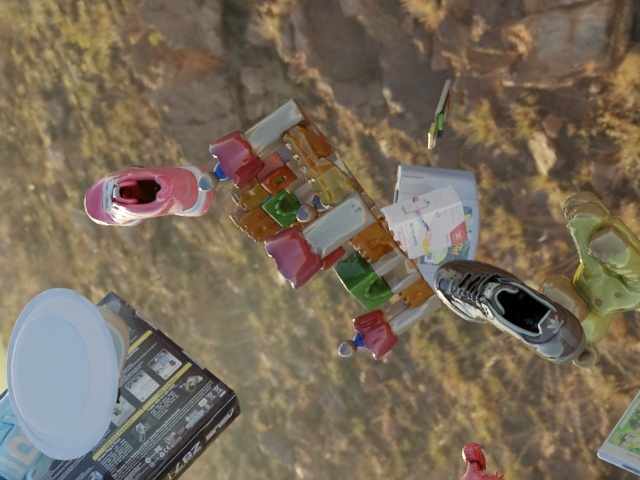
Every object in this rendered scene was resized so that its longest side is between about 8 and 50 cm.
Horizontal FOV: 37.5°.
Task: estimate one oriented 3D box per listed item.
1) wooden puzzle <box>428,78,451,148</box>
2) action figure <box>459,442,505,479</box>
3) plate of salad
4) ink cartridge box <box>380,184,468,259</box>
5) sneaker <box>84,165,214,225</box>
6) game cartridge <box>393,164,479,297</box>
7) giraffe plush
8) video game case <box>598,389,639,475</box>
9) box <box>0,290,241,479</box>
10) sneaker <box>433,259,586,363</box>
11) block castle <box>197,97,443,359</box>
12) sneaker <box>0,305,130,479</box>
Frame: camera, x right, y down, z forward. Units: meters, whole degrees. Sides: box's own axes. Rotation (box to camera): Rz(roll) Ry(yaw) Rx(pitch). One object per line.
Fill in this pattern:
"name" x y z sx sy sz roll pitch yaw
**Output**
"wooden puzzle" 0.167 -0.172 1.290 0.014 0.116 0.079 14 151 10
"action figure" 0.258 0.398 1.234 0.091 0.139 0.281 -32 69 45
"plate of salad" -0.299 0.156 1.108 0.199 0.048 0.200 -2 87 35
"ink cartridge box" 0.201 -0.027 1.976 0.067 0.198 0.115 -109 1 -48
"sneaker" -0.350 -0.093 1.746 0.313 0.136 0.116 -6 86 36
"game cartridge" 0.256 -0.016 2.114 0.060 0.196 0.294 -143 58 -77
"giraffe plush" 0.365 0.066 1.270 0.210 0.170 0.181 44 -161 -10
"video game case" 0.675 0.386 1.829 0.193 0.212 0.023 21 134 34
"box" -0.380 0.319 1.582 0.318 0.395 0.097 35 156 21
"sneaker" 0.178 0.053 0.932 0.188 0.066 0.071 28 167 45
"block castle" 0.000 0.000 1.569 0.303 0.212 0.453 59 -173 31
"sneaker" -0.384 0.256 1.274 0.135 0.366 0.150 34 -168 -22
